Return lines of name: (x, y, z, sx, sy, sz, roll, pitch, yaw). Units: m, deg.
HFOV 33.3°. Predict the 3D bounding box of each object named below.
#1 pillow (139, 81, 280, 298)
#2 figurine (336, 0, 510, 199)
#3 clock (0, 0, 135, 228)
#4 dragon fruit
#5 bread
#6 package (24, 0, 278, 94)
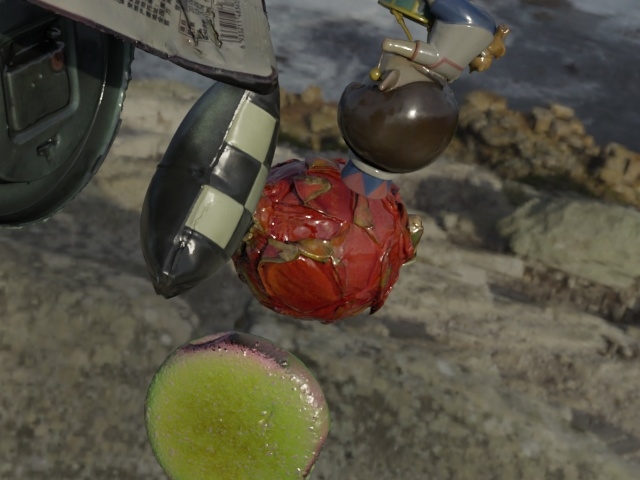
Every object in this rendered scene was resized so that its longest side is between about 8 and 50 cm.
pillow: (-0.108, -0.063, 1.064, 0.106, 0.250, 0.186, 24, -11, -6)
figurine: (0.101, -0.181, 1.293, 0.158, 0.275, 0.161, 31, 8, 41)
clock: (-0.263, -0.149, 0.939, 0.055, 0.281, 0.280, 15, 28, 21)
dragon fruit: (0.000, 0.000, 1.698, 0.342, 0.277, 0.277, 2, 29, -26)
bread: (-0.099, 0.216, 1.251, 0.228, 0.228, 0.033, 15, 13, 7)
package: (-0.128, -0.193, 0.704, 0.239, 0.030, 0.154, 20, 50, -41)
